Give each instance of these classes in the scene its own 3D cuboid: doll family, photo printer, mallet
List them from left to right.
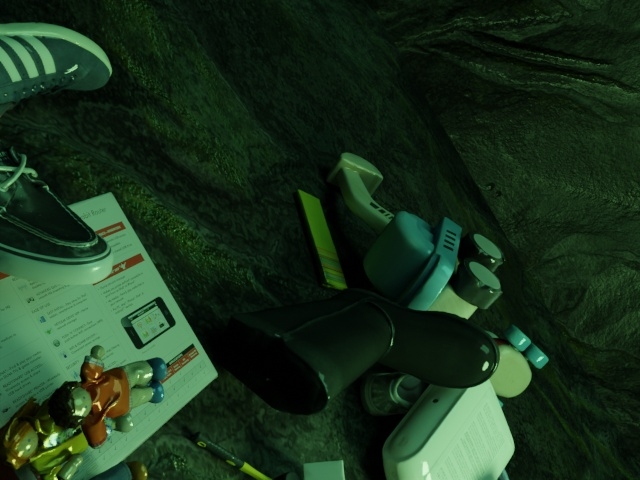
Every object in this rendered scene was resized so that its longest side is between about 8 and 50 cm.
[{"bbox_3d":[-0.235,0.234,0.640,0.163,0.118,0.263,-2,85,-66],"label":"doll family"},{"bbox_3d":[-0.104,0.330,0.981,0.190,0.062,0.039,47,29,-26],"label":"mallet"},{"bbox_3d":[0.255,0.432,1.342,0.307,0.107,0.256,-42,117,-35],"label":"photo printer"}]

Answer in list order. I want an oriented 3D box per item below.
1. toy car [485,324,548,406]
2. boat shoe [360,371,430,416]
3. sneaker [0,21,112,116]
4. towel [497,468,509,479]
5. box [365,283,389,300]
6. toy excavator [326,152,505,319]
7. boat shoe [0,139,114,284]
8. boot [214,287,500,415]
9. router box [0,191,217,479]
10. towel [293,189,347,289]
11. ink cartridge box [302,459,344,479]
[{"bbox_3d":[0.467,0.318,1.894,0.210,0.219,0.238,40,5,-35],"label":"toy car"},{"bbox_3d":[0.226,0.319,1.443,0.320,0.103,0.118,7,71,-41],"label":"boat shoe"},{"bbox_3d":[-0.420,-0.205,0.878,0.350,0.131,0.148,-6,77,-55],"label":"sneaker"},{"bbox_3d":[0.398,0.651,1.453,0.034,0.209,0.285,-7,65,-13],"label":"towel"},{"bbox_3d":[0.235,0.211,1.671,0.293,0.073,0.295,60,28,-2],"label":"box"},{"bbox_3d":[0.184,-0.010,1.557,0.445,0.222,0.433,36,28,-2],"label":"toy excavator"},{"bbox_3d":[-0.351,-0.056,0.710,0.301,0.102,0.108,28,25,6],"label":"boat shoe"},{"bbox_3d":[0.087,0.199,1.166,0.445,0.367,0.146,0,103,-64],"label":"boot"},{"bbox_3d":[-0.306,0.121,0.803,0.301,0.082,0.335,60,27,-3],"label":"router box"},{"bbox_3d":[0.000,0.000,1.516,0.102,0.021,0.237,23,45,-58],"label":"towel"},{"bbox_3d":[0.012,0.450,1.010,0.115,0.067,0.198,90,-4,-54],"label":"ink cartridge box"}]
